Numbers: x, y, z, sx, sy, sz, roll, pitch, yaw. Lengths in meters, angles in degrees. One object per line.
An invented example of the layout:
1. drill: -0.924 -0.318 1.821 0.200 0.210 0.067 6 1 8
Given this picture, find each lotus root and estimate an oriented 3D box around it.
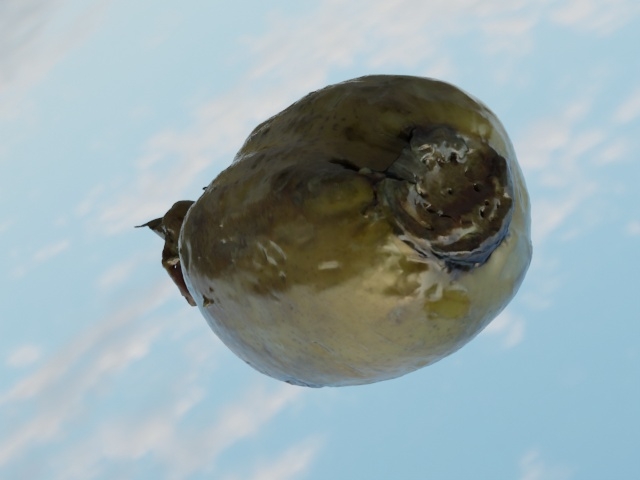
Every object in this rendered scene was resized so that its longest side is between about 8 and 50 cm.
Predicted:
1. lotus root: 0.002 0.001 0.892 0.154 0.154 0.278 -45 -163 -30
